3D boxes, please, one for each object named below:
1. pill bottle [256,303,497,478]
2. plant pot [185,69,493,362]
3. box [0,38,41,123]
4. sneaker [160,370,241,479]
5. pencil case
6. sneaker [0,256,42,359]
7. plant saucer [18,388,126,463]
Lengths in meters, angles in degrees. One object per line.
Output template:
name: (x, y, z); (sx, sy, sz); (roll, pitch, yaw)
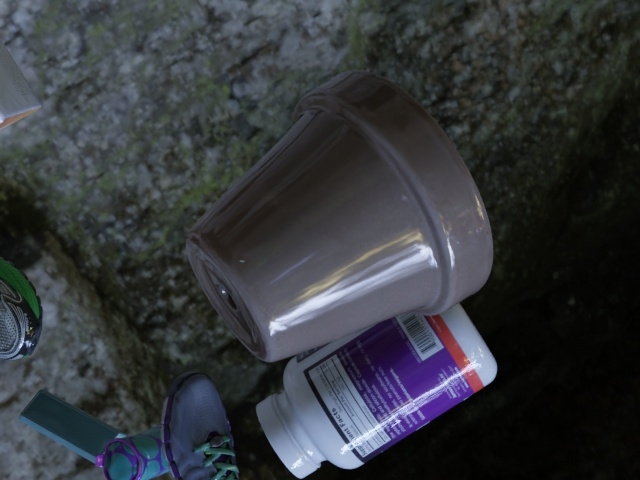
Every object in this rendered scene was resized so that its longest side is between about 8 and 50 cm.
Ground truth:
pill bottle: (0.076, 0.201, 1.270); (0.323, 0.181, 0.181); (-33, -138, 3)
plant pot: (0.000, 0.000, 0.880); (0.229, 0.263, 0.263); (-34, -138, -19)
box: (-0.370, -0.123, 0.710); (0.215, 0.168, 0.345); (-31, -165, -6)
sneaker: (-0.094, 0.240, 0.882); (0.098, 0.223, 0.083); (-1, -172, 44)
pencil case: (-0.222, 0.277, 1.175); (0.070, 0.152, 0.064); (9, -86, 24)
sneaker: (-0.526, 0.069, 1.172); (0.343, 0.134, 0.146); (23, -166, 8)
plant saucer: (-0.423, 0.312, 1.502); (0.192, 0.018, 0.067); (21, -123, 24)
